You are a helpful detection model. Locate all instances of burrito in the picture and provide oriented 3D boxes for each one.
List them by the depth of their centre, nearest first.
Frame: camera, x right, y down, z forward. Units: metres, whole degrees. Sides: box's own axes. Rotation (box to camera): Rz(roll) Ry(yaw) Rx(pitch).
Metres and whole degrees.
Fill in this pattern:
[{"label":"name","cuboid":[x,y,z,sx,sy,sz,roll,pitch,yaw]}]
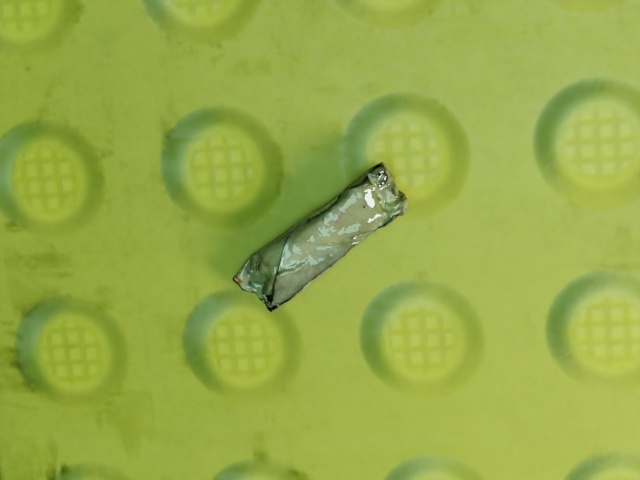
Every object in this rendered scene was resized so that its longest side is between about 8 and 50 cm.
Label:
[{"label":"burrito","cuboid":[0.000,-0.001,1.212,0.171,0.042,0.051,-38,97,14]}]
